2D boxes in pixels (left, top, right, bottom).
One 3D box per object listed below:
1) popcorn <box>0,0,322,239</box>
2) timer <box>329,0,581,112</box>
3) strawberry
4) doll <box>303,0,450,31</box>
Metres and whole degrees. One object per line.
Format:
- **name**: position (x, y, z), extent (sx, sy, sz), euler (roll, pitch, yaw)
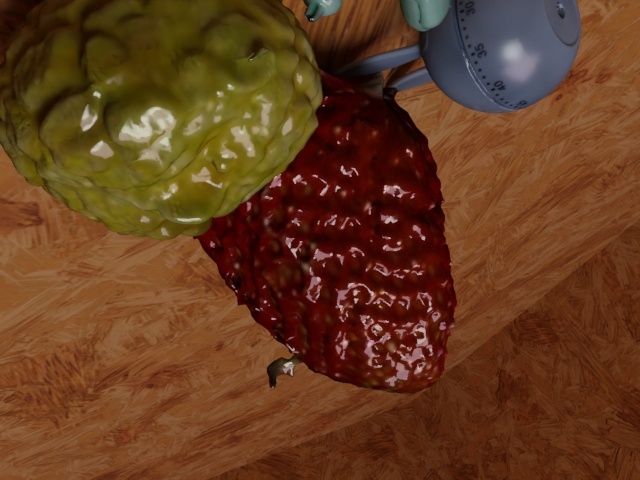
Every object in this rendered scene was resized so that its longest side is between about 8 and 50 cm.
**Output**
- **popcorn**: position (-0.118, -0.130, 0.579), extent (0.237, 0.251, 0.206), euler (-2, 146, 33)
- **timer**: position (0.145, -0.220, 0.774), extent (0.175, 0.255, 0.175), euler (-18, 118, -39)
- **strawberry**: position (-0.002, 0.001, 0.775), extent (0.292, 0.343, 0.292), euler (-11, 166, -3)
- **doll**: position (0.050, -0.227, 0.593), extent (0.159, 0.158, 0.059), euler (-21, 148, 0)
